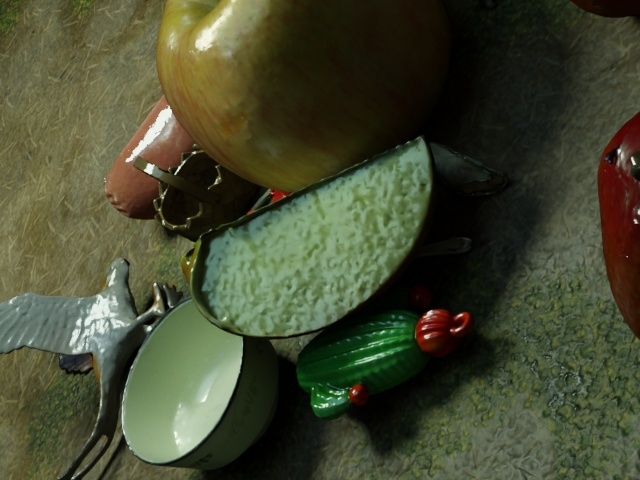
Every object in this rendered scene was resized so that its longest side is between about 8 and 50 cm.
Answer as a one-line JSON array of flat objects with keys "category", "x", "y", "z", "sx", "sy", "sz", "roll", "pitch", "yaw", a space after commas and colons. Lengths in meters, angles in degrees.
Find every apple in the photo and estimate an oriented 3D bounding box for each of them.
[{"category": "apple", "x": -0.030, "y": -0.254, "z": 1.748, "sx": 0.391, "sy": 0.346, "sz": 0.391, "roll": -27, "pitch": 46, "yaw": 32}, {"category": "apple", "x": 0.000, "y": 0.000, "z": 1.635, "sx": 0.346, "sy": 0.179, "sz": 0.254, "roll": -27, "pitch": 39, "yaw": 8}]

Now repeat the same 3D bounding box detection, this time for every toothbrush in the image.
[{"category": "toothbrush", "x": 0.086, "y": 0.018, "z": 1.700, "sx": 0.263, "sy": 0.026, "sz": 0.022, "roll": -10, "pitch": 65, "yaw": 45}]

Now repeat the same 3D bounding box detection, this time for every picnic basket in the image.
[{"category": "picnic basket", "x": -0.193, "y": -0.079, "z": 1.957, "sx": 0.128, "sy": 0.178, "sz": 0.137, "roll": 20, "pitch": 81, "yaw": 52}]

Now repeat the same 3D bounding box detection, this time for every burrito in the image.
[{"category": "burrito", "x": 0.172, "y": -0.086, "z": 1.661, "sx": 0.055, "sy": 0.041, "sz": 0.149, "roll": -47, "pitch": 37, "yaw": -6}]

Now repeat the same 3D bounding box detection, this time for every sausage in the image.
[{"category": "sausage", "x": -0.225, "y": -0.142, "z": 2.073, "sx": 0.254, "sy": 0.148, "sz": 0.148, "roll": -55, "pitch": 37, "yaw": 14}]

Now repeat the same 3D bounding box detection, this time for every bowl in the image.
[{"category": "bowl", "x": -0.141, "y": 0.200, "z": 1.752, "sx": 0.238, "sy": 0.126, "sz": 0.237, "roll": -28, "pitch": 47, "yaw": 34}]

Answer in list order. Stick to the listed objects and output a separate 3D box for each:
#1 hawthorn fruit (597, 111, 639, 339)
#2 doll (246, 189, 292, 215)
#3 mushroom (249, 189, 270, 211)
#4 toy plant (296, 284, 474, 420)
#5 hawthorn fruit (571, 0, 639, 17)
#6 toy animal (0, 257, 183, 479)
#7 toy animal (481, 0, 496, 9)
[{"category": "hawthorn fruit", "x": 0.387, "y": -0.022, "z": 1.172, "sx": 0.295, "sy": 0.311, "sz": 0.295, "roll": -4, "pitch": 61, "yaw": 8}, {"category": "doll", "x": -0.019, "y": -0.033, "z": 1.836, "sx": 0.109, "sy": 0.057, "sz": 0.169, "roll": -45, "pitch": 51, "yaw": -7}, {"category": "mushroom", "x": -0.144, "y": 0.061, "z": 1.929, "sx": 0.068, "sy": 0.043, "sz": 0.306, "roll": 34, "pitch": 91, "yaw": 33}, {"category": "toy plant", "x": 0.074, "y": 0.121, "z": 1.597, "sx": 0.240, "sy": 0.088, "sz": 0.154, "roll": -36, "pitch": 27, "yaw": 17}, {"category": "hawthorn fruit", "x": 0.327, "y": -0.363, "z": 1.496, "sx": 0.224, "sy": 0.261, "sz": 0.224, "roll": 0, "pitch": 89, "yaw": 42}, {"category": "toy animal", "x": -0.328, "y": 0.181, "z": 1.973, "sx": 0.302, "sy": 0.225, "sz": 0.284, "roll": -36, "pitch": 57, "yaw": 13}, {"category": "toy animal", "x": 0.212, "y": -0.424, "z": 1.827, "sx": 0.176, "sy": 0.073, "sz": 0.217, "roll": -66, "pitch": 31, "yaw": 15}]
